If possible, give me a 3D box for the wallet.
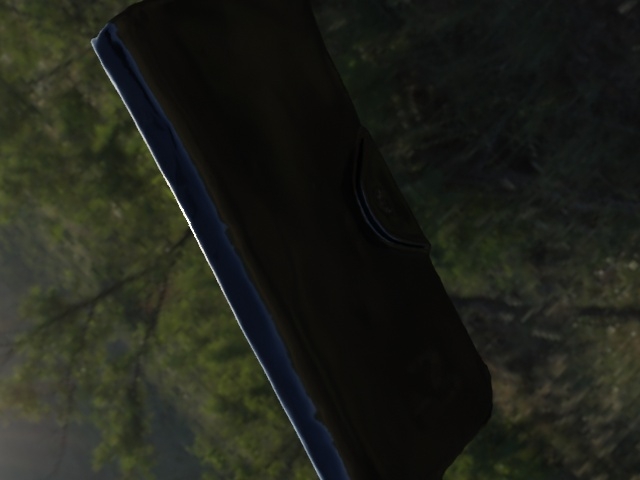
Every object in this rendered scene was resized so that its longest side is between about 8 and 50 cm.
[{"bbox_3d":[0.000,0.000,0.759,0.051,0.197,0.377,-22,96,42],"label":"wallet"}]
